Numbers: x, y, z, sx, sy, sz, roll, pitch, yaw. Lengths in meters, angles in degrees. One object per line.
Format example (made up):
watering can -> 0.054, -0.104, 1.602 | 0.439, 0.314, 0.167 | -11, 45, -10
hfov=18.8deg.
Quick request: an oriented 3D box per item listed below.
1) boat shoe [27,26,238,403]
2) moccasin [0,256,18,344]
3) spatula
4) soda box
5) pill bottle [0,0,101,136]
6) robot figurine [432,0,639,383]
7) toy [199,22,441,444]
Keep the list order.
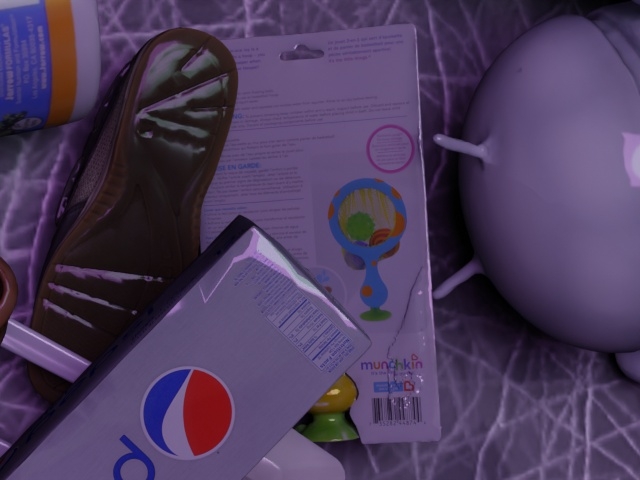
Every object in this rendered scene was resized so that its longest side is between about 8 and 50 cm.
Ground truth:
boat shoe -> -0.108, -0.014, 1.099 | 0.080, 0.073, 0.224 | 19, 94, -17
moccasin -> -0.335, 0.038, 0.915 | 0.380, 0.147, 0.139 | 5, 76, -19
spatula -> -0.123, 0.141, 1.074 | 0.242, 0.019, 0.168 | 29, 92, -9
soda box -> -0.106, 0.119, 1.014 | 0.091, 0.098, 0.286 | 44, 88, -8
pill bottle -> -0.266, -0.113, 1.029 | 0.272, 0.152, 0.152 | -12, 83, -18
robot figurine -> 0.232, -0.049, 1.130 | 0.353, 0.200, 0.300 | -13, 121, -10
toy -> 0.000, 0.000, 1.127 | 0.136, 0.056, 0.237 | -3, 87, 14
